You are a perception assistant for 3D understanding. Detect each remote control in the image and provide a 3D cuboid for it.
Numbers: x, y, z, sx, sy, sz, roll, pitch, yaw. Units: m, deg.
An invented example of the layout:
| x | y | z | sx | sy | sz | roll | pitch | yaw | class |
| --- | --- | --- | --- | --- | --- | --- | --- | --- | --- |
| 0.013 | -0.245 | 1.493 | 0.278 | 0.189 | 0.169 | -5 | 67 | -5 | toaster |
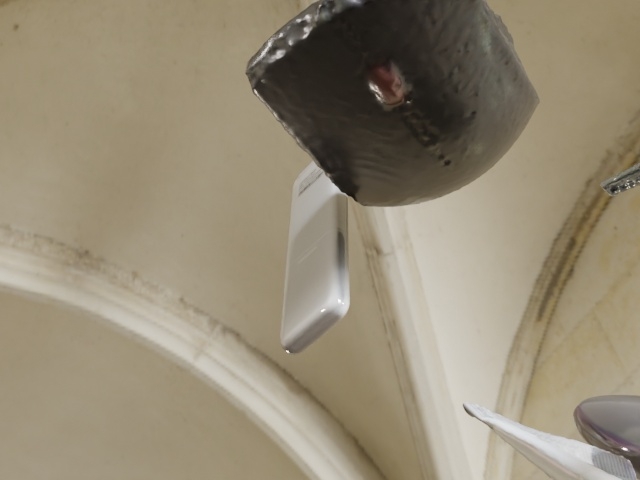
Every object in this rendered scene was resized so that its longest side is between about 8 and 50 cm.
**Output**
| x | y | z | sx | sy | sz | roll | pitch | yaw | class |
| --- | --- | --- | --- | --- | --- | --- | --- | --- | --- |
| 0.000 | 0.000 | 0.834 | 0.029 | 0.261 | 0.067 | 39 | -65 | -21 | remote control |

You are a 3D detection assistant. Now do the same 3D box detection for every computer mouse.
| x | y | z | sx | sy | sz | roll | pitch | yaw | class |
| --- | --- | --- | --- | --- | --- | --- | --- | --- | --- |
| 0.070 | -0.094 | 0.711 | 0.168 | 0.087 | 0.295 | -30 | -22 | 15 | computer mouse |
| 0.299 | 0.157 | 0.718 | 0.232 | 0.120 | 0.057 | 17 | -82 | -13 | computer mouse |

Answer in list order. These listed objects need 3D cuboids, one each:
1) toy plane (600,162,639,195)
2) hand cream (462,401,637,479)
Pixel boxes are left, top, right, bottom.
| x | y | z | sx | sy | sz | roll | pitch | yaw | class |
| --- | --- | --- | --- | --- | --- | --- | --- | --- | --- |
| 0.179 | -0.042 | 0.333 | 0.226 | 0.058 | 0.226 | -5 | -5 | -45 | toy plane |
| 0.190 | 0.144 | 0.376 | 0.121 | 0.336 | 0.076 | 29 | -90 | -29 | hand cream |
